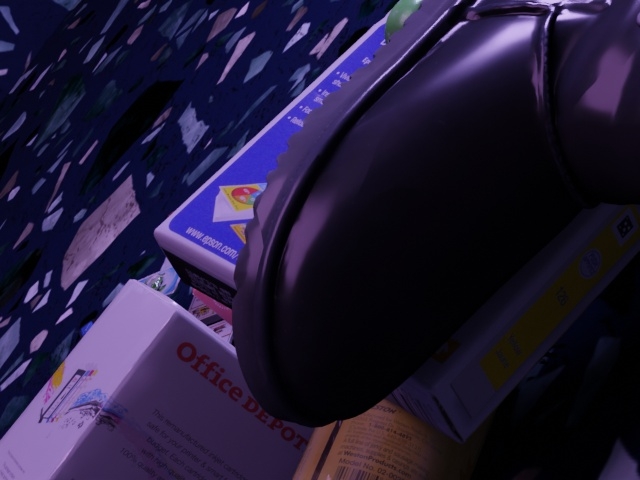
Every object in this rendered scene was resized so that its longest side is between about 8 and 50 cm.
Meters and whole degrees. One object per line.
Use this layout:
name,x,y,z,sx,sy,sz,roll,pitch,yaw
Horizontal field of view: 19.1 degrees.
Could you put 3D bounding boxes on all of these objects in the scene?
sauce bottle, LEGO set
sauce bottle,0.073,0.091,1.284,0.111,0.111,0.344,-24,31,50
LEGO set,-0.151,0.096,1.868,0.244,0.060,0.182,-22,32,31

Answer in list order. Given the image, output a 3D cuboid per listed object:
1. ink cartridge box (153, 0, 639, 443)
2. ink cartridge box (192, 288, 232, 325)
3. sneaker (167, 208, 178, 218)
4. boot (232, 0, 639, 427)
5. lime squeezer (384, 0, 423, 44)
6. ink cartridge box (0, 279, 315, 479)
ink cartridge box,0.086,-0.042,1.282,0.307,0.072,0.303,-43,39,-18
ink cartridge box,0.000,0.000,1.587,0.198,0.115,0.067,-45,20,17
sneaker,-0.061,-0.008,1.790,0.092,0.088,0.225,-26,11,-40
boot,0.204,-0.032,1.005,0.445,0.146,0.367,8,56,41
lime squeezer,0.113,-0.152,1.286,0.310,0.059,0.110,-36,37,-7
ink cartridge box,-0.139,0.177,1.488,0.233,0.171,0.168,-52,20,-6
